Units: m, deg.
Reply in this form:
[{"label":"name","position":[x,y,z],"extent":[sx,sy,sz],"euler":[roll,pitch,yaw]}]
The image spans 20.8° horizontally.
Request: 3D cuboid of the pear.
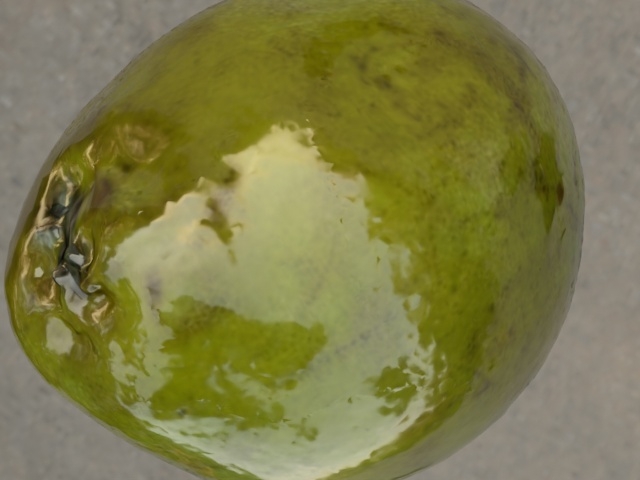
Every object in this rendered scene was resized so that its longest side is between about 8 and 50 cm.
[{"label":"pear","position":[0.000,0.000,1.121],"extent":[0.352,0.413,0.352],"euler":[16,115,38]}]
